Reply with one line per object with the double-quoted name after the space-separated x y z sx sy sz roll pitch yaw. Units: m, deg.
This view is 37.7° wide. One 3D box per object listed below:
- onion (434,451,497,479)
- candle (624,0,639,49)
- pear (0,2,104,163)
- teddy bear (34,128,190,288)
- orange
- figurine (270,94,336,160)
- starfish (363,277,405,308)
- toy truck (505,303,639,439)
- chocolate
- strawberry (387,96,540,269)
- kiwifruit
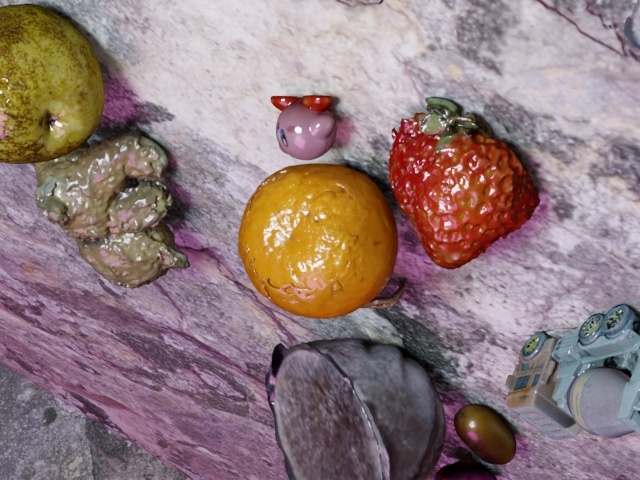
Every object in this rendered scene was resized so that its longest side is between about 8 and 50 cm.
0.256 0.424 1.655 0.115 0.115 0.104 4 98 41 "onion"
0.316 -0.169 0.636 0.192 0.068 0.168 19 154 18 "candle"
-0.359 -0.179 1.138 0.197 0.197 0.197 24 152 14 "pear"
-0.306 -0.037 1.378 0.267 0.156 0.256 5 144 38 "teddy bear"
0.000 0.000 1.108 0.193 0.193 0.161 17 172 24 "orange"
-0.014 -0.124 1.037 0.067 0.071 0.083 -2 -175 -38 "figurine"
0.025 0.020 1.239 0.146 0.074 0.190 9 144 46 "starfish"
0.326 0.175 1.115 0.108 0.140 0.257 37 152 -12 "toy truck"
0.080 0.269 1.440 0.303 0.213 0.303 26 124 48 "chocolate"
0.138 -0.032 0.997 0.175 0.106 0.236 12 148 32 "strawberry"
0.258 0.303 1.467 0.124 0.075 0.075 41 151 -25 "kiwifruit"
